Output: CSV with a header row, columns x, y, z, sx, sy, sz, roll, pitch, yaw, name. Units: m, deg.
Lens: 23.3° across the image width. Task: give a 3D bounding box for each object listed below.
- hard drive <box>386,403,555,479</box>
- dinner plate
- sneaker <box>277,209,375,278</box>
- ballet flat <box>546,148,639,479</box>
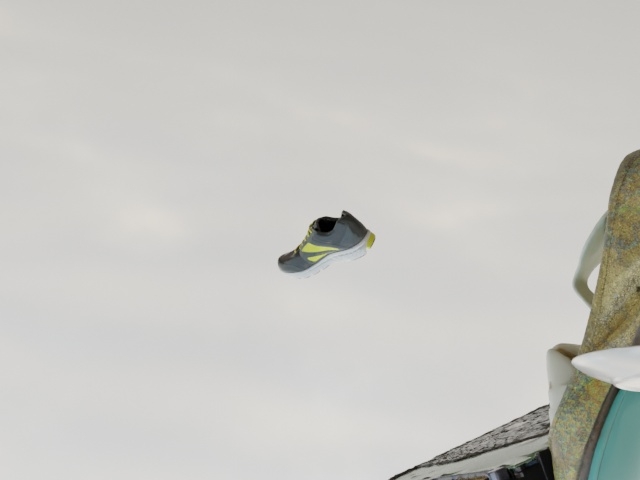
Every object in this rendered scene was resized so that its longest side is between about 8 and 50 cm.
x,y,z,sx,sy,sz,roll,pitch,yaw,name
0.234,0.206,1.523,0.339,0.064,0.237,-18,177,-36,hard drive
0.217,0.075,0.897,0.141,0.017,0.141,-1,167,0,dinner plate
0.000,0.000,1.107,0.083,0.035,0.031,-21,-155,33,sneaker
0.254,0.083,1.331,0.123,0.348,0.123,15,-166,-4,ballet flat
